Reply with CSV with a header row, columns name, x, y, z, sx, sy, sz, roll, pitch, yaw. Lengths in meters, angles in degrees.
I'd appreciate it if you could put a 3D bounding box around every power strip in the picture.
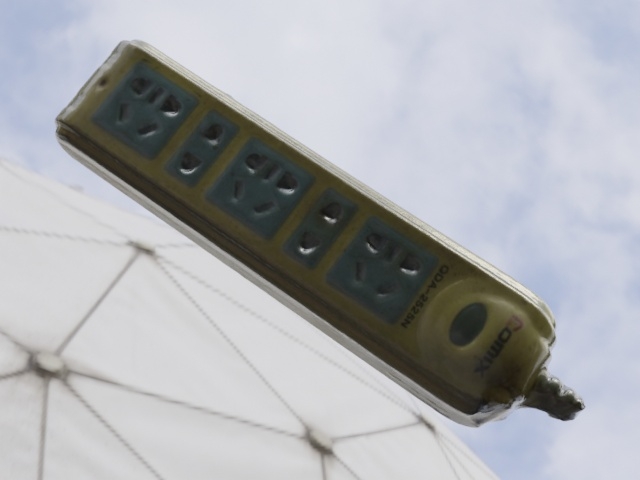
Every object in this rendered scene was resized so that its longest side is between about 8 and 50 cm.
name,x,y,z,sx,sy,sz,roll,pitch,yaw
power strip,0.000,0.000,0.717,0.388,0.066,0.092,34,-105,11
